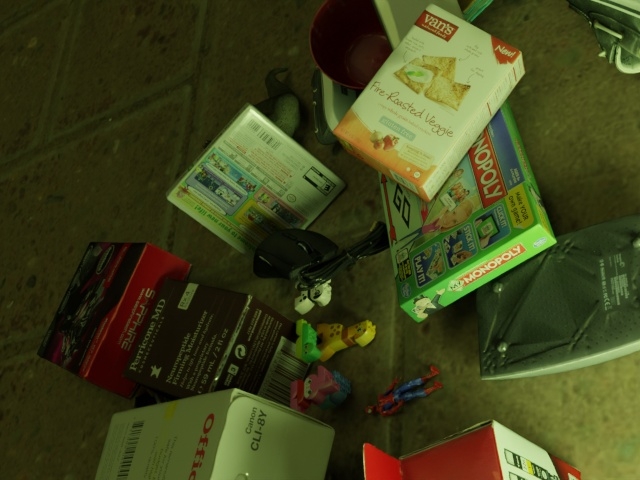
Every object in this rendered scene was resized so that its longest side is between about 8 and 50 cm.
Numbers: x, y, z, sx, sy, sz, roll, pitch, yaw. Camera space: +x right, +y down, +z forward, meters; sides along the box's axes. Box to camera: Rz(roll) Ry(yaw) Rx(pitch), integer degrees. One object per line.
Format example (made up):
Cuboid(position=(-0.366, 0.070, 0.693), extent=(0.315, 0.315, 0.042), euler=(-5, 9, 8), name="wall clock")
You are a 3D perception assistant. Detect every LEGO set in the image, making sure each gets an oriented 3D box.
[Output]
Cuboid(position=(0.023, 0.146, 1.444), extent=(0.093, 0.087, 0.227), euler=(-24, 44, 27), name="LEGO set")

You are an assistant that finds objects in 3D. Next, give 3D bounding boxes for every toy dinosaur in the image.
Cuboid(position=(-0.093, -0.184, 1.746), extent=(0.160, 0.121, 0.313), euler=(-10, 31, 41), name="toy dinosaur")

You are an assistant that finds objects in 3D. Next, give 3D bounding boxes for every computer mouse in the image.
Cuboid(position=(0.000, 0.000, 1.531), extent=(0.184, 0.060, 0.262), euler=(-27, 13, -18), name="computer mouse")

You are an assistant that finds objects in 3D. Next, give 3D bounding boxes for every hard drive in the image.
Cuboid(position=(0.308, 0.074, 1.241), extent=(0.254, 0.054, 0.172), euler=(-22, 52, 33), name="hard drive")

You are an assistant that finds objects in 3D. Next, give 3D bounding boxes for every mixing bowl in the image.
Cuboid(position=(0.079, -0.305, 1.634), extent=(0.181, 0.098, 0.182), euler=(-3, 74, 10), name="mixing bowl")

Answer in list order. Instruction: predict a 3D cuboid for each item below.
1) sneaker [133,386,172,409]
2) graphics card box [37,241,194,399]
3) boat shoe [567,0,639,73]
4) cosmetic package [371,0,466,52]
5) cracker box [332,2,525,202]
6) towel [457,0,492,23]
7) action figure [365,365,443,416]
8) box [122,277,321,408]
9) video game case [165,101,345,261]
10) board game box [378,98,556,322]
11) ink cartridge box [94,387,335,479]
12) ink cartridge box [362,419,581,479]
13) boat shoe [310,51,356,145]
Cuboid(position=(-0.278, 0.324, 1.602), extent=(0.088, 0.092, 0.225), euler=(-13, 58, 37), name="sneaker")
Cuboid(position=(-0.351, 0.121, 1.718), extent=(0.371, 0.094, 0.233), euler=(1, 66, 65), name="graphics card box")
Cuboid(position=(0.401, -0.273, 1.321), extent=(0.335, 0.121, 0.119), euler=(-126, 43, -61), name="boat shoe")
Cuboid(position=(0.155, -0.312, 1.528), extent=(0.117, 0.085, 0.231), euler=(-19, 70, 5), name="cosmetic package")
Cuboid(position=(0.149, -0.191, 1.411), extent=(0.155, 0.067, 0.232), euler=(34, 83, 24), name="cracker box")
Cuboid(position=(0.262, -0.487, 1.602), extent=(0.370, 0.040, 0.271), euler=(-43, 41, 32), name="towel")
Cuboid(position=(0.107, 0.204, 1.370), extent=(0.115, 0.030, 0.038), euler=(-34, 51, 26), name="action figure")
Cuboid(position=(-0.144, 0.172, 1.515), extent=(0.203, 0.167, 0.169), euler=(8, 70, 45), name="box")
Cuboid(position=(-0.098, -0.079, 1.598), extent=(0.193, 0.212, 0.023), euler=(-47, 29, 10), name="video game case")
Cuboid(position=(0.186, -0.063, 1.409), extent=(0.213, 0.046, 0.317), euler=(-34, 36, 24), name="board game box")
Cuboid(position=(-0.170, 0.364, 1.351), extent=(0.384, 0.160, 0.279), euler=(-21, 50, 55), name="ink cartridge box")
Cuboid(position=(0.180, 0.356, 1.024), extent=(0.130, 0.272, 0.310), euler=(-28, 49, 28), name="ink cartridge box")
Cuboid(position=(0.018, -0.257, 1.707), extent=(0.076, 0.080, 0.229), euler=(-31, 53, 41), name="boat shoe")
